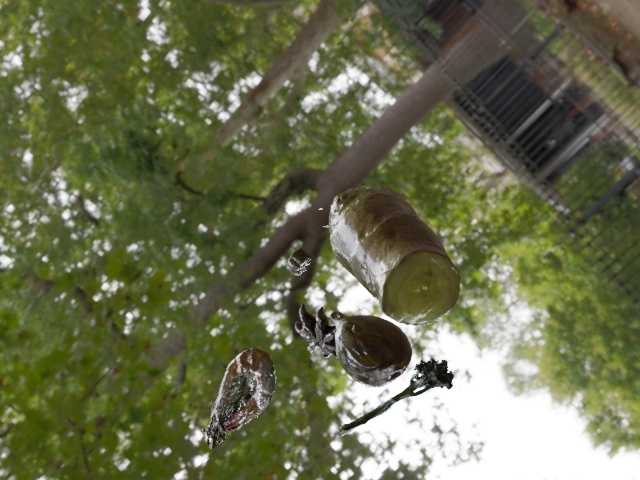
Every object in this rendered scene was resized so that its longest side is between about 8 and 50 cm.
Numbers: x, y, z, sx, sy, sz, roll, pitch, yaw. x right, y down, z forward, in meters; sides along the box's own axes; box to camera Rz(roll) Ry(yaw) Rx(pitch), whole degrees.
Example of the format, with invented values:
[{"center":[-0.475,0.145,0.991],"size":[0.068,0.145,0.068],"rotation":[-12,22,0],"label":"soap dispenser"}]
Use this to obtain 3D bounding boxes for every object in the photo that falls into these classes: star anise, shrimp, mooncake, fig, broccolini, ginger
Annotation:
[{"center":[0.005,0.175,1.564],"size":[0.141,0.141,0.042],"rotation":[43,-130,-3],"label":"star anise"},{"center":[-0.131,0.253,1.325],"size":[0.042,0.190,0.101],"rotation":[15,-158,-49],"label":"shrimp"},{"center":[-0.011,-0.008,1.587],"size":[0.057,0.150,0.347],"rotation":[36,174,0],"label":"mooncake"},{"center":[0.071,0.158,1.328],"size":[0.155,0.109,0.103],"rotation":[49,176,29],"label":"fig"},{"center":[0.141,0.307,1.614],"size":[0.071,0.254,0.057],"rotation":[60,-172,32],"label":"broccolini"},{"center":[0.069,0.004,0.945],"size":[0.109,0.117,0.263],"rotation":[-6,-157,-11],"label":"ginger"}]
